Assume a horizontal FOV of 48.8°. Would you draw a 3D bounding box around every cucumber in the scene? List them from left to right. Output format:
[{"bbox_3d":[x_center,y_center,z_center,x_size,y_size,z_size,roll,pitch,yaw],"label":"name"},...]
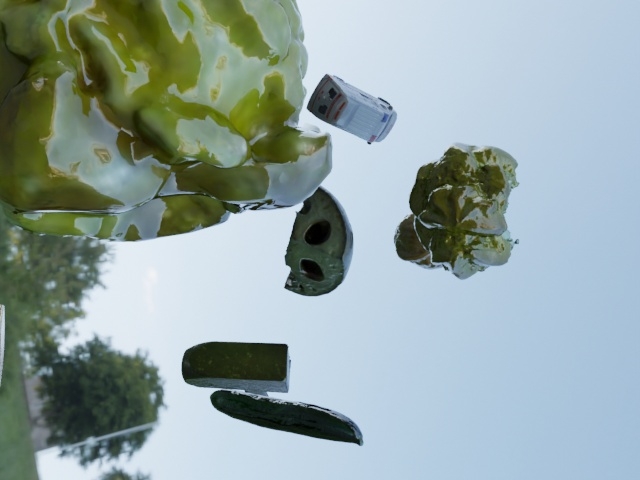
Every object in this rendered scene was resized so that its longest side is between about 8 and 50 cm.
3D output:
[{"bbox_3d":[-0.057,0.276,1.117,0.284,0.056,0.056,6,-79,28],"label":"cucumber"}]

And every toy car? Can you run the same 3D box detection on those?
[{"bbox_3d":[0.080,-0.243,1.371,0.108,0.209,0.089,46,-68,44],"label":"toy car"}]

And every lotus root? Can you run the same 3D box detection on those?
[{"bbox_3d":[0.005,0.004,1.542,0.314,0.142,0.210,105,1,-75],"label":"lotus root"}]

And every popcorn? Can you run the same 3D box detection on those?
[{"bbox_3d":[-0.115,-0.095,0.460,0.251,0.237,0.206,40,-30,19],"label":"popcorn"}]

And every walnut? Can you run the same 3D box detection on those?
[{"bbox_3d":[0.254,-0.001,1.738,0.166,0.149,0.166,50,-11,14],"label":"walnut"}]

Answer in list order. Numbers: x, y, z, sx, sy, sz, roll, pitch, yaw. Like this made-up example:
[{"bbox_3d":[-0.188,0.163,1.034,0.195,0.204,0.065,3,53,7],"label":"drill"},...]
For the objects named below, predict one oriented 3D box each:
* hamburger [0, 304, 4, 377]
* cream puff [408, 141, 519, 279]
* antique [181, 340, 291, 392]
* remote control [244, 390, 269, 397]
[{"bbox_3d":[-0.565,0.178,1.148,0.137,0.087,0.166,-131,-132,-61],"label":"hamburger"},{"bbox_3d":[0.231,-0.045,1.142,0.194,0.194,0.221,15,-63,49],"label":"cream puff"},{"bbox_3d":[-0.173,0.258,1.442,0.080,0.220,0.081,88,4,-58],"label":"antique"},{"bbox_3d":[-0.160,0.378,1.756,0.184,0.050,0.027,57,-19,33],"label":"remote control"}]
